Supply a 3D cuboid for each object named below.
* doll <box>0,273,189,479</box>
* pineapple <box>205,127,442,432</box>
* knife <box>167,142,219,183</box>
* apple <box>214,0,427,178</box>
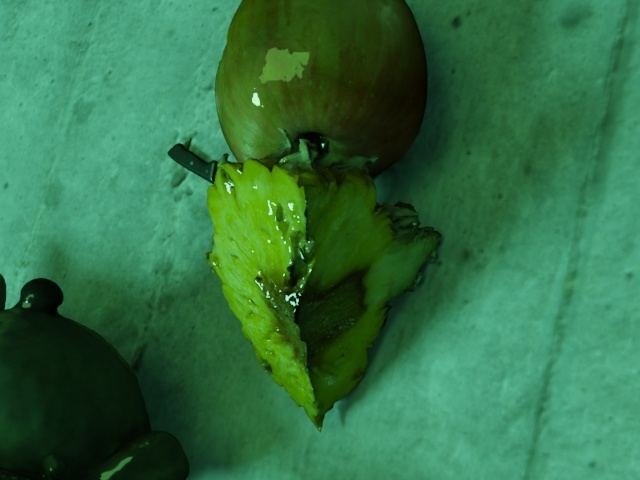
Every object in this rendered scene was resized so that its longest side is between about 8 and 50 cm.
[{"bbox_3d":[-0.279,0.215,0.928,0.382,0.252,0.378,25,120,49],"label":"doll"},{"bbox_3d":[-0.001,-0.004,0.825,0.164,0.250,0.140,-39,51,-24],"label":"pineapple"},{"bbox_3d":[-0.087,-0.057,0.991,0.170,0.010,0.023,30,98,35],"label":"knife"},{"bbox_3d":[-0.002,-0.138,0.866,0.199,0.199,0.199,-11,68,31],"label":"apple"}]
